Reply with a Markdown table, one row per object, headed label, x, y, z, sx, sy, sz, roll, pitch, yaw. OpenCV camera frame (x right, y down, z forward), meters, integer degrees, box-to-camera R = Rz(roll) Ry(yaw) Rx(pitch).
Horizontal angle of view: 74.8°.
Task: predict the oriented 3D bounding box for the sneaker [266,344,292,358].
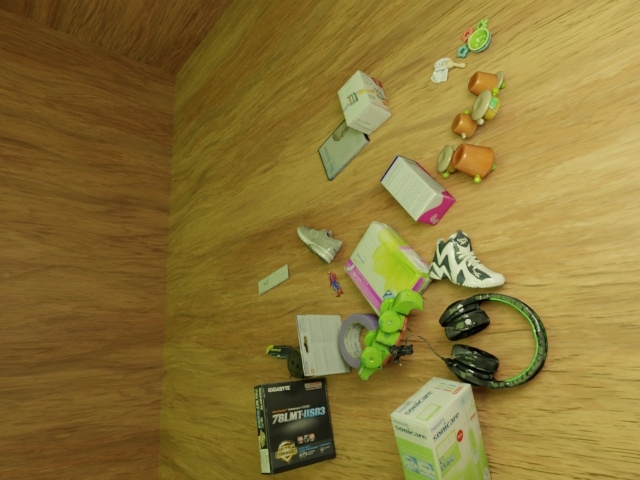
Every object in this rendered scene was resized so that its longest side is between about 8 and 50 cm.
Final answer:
| label | x | y | z | sx | sy | sz | roll | pitch | yaw |
| --- | --- | --- | --- | --- | --- | --- | --- | --- | --- |
| sneaker | -0.170 | 0.500 | 1.866 | 0.144 | 0.059 | 0.053 | 1 | 55 | 34 |

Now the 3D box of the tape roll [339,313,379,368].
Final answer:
| label | x | y | z | sx | sy | sz | roll | pitch | yaw |
| --- | --- | --- | --- | --- | --- | --- | --- | --- | --- |
| tape roll | 0.156 | 0.352 | 1.475 | 0.189 | 0.080 | 0.189 | -14 | 71 | 49 |

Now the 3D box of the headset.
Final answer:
| label | x | y | z | sx | sy | sz | roll | pitch | yaw |
| --- | --- | --- | --- | --- | --- | --- | --- | --- | --- |
| headset | 0.386 | 0.275 | 1.131 | 0.394 | 0.185 | 0.243 | -18 | 68 | 37 |

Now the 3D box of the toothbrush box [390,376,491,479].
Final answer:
| label | x | y | z | sx | sy | sz | roll | pitch | yaw |
| --- | --- | --- | --- | --- | --- | --- | --- | --- | --- |
| toothbrush box | 0.314 | 0.536 | 1.080 | 0.122 | 0.206 | 0.283 | -8 | 99 | 50 |

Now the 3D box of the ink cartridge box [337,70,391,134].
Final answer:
| label | x | y | z | sx | sy | sz | roll | pitch | yaw |
| --- | --- | --- | --- | --- | --- | --- | --- | --- | --- |
| ink cartridge box | 0.167 | -0.521 | 1.596 | 0.127 | 0.128 | 0.176 | -34 | 59 | 41 |

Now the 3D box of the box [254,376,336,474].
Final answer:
| label | x | y | z | sx | sy | sz | roll | pitch | yaw |
| --- | --- | --- | --- | --- | --- | --- | --- | --- | --- |
| box | -0.092 | 0.669 | 1.542 | 0.073 | 0.295 | 0.293 | -29 | 60 | 45 |

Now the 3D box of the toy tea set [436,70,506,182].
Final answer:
| label | x | y | z | sx | sy | sz | roll | pitch | yaw |
| --- | --- | --- | --- | --- | --- | --- | --- | --- | --- |
| toy tea set | 0.474 | -0.328 | 1.232 | 0.200 | 0.124 | 0.336 | -106 | 33 | -71 |

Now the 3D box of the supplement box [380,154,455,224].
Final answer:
| label | x | y | z | sx | sy | sz | roll | pitch | yaw |
| --- | --- | --- | --- | --- | --- | --- | --- | --- | --- |
| supplement box | 0.313 | -0.164 | 1.363 | 0.114 | 0.111 | 0.220 | -57 | 44 | 26 |

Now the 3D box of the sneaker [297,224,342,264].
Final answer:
| label | x | y | z | sx | sy | sz | roll | pitch | yaw |
| --- | --- | --- | --- | --- | --- | --- | --- | --- | --- |
| sneaker | 0.000 | 0.000 | 1.746 | 0.115 | 0.105 | 0.281 | -42 | 39 | -6 |

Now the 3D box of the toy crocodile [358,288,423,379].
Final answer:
| label | x | y | z | sx | sy | sz | roll | pitch | yaw |
| --- | --- | --- | --- | --- | --- | --- | --- | --- | --- |
| toy crocodile | 0.205 | 0.294 | 1.295 | 0.115 | 0.105 | 0.341 | -58 | -9 | -69 |

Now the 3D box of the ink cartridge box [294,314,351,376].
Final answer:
| label | x | y | z | sx | sy | sz | roll | pitch | yaw |
| --- | --- | --- | --- | --- | --- | --- | --- | --- | --- |
| ink cartridge box | 0.000 | 0.385 | 1.543 | 0.045 | 0.224 | 0.223 | -33 | 58 | 42 |

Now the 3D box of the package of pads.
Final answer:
| label | x | y | z | sx | sy | sz | roll | pitch | yaw |
| --- | --- | --- | --- | --- | --- | --- | --- | --- | --- |
| package of pads | 0.225 | 0.100 | 1.425 | 0.296 | 0.101 | 0.229 | 53 | 122 | 41 |

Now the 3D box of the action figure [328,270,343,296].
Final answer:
| label | x | y | z | sx | sy | sz | roll | pitch | yaw |
| --- | --- | --- | --- | --- | --- | --- | --- | --- | --- |
| action figure | 0.055 | 0.169 | 1.675 | 0.038 | 0.030 | 0.115 | -55 | 44 | 35 |

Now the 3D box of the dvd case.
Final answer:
| label | x | y | z | sx | sy | sz | roll | pitch | yaw |
| --- | --- | --- | --- | --- | --- | --- | --- | --- | --- |
| dvd case | 0.090 | -0.395 | 1.747 | 0.253 | 0.022 | 0.180 | -43 | 53 | 37 |

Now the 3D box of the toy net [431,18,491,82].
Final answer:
| label | x | y | z | sx | sy | sz | roll | pitch | yaw |
| --- | --- | --- | --- | --- | --- | --- | --- | --- | --- |
| toy net | 0.439 | -0.607 | 1.350 | 0.232 | 0.045 | 0.122 | -28 | 62 | 44 |

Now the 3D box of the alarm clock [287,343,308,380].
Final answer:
| label | x | y | z | sx | sy | sz | roll | pitch | yaw |
| --- | --- | --- | --- | --- | --- | --- | --- | --- | --- |
| alarm clock | -0.082 | 0.492 | 1.752 | 0.129 | 0.064 | 0.192 | 21 | 96 | 50 |

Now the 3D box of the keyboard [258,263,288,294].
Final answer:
| label | x | y | z | sx | sy | sz | roll | pitch | yaw |
| --- | --- | --- | --- | --- | --- | --- | --- | --- | --- |
| keyboard | -0.231 | 0.192 | 2.024 | 0.256 | 0.014 | 0.072 | -32 | 59 | 42 |

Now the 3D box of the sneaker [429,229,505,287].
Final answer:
| label | x | y | z | sx | sy | sz | roll | pitch | yaw |
| --- | --- | --- | --- | --- | --- | --- | --- | --- | --- |
| sneaker | 0.420 | 0.047 | 1.205 | 0.235 | 0.094 | 0.153 | 11 | 100 | 61 |
